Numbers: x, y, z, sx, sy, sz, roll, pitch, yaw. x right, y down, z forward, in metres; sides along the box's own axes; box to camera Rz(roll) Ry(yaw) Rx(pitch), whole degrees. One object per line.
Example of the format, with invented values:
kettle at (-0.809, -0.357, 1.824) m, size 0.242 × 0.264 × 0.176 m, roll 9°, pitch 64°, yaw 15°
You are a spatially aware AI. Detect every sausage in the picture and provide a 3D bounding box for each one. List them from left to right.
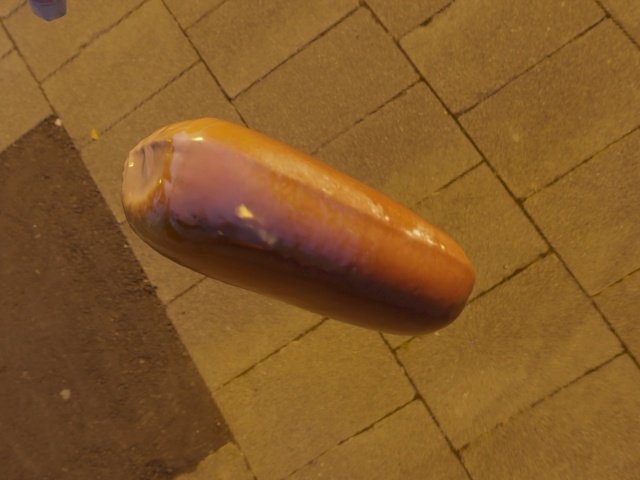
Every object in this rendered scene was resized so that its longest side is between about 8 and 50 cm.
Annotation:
sausage at (0.000, 0.000, 0.421) m, size 0.105 × 0.274 × 0.105 m, roll -31°, pitch 48°, yaw 41°

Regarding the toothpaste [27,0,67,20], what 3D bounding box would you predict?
toothpaste at (-0.279, -0.286, 0.581) m, size 0.067 × 0.194 × 0.042 m, roll 14°, pitch 71°, yaw -9°
